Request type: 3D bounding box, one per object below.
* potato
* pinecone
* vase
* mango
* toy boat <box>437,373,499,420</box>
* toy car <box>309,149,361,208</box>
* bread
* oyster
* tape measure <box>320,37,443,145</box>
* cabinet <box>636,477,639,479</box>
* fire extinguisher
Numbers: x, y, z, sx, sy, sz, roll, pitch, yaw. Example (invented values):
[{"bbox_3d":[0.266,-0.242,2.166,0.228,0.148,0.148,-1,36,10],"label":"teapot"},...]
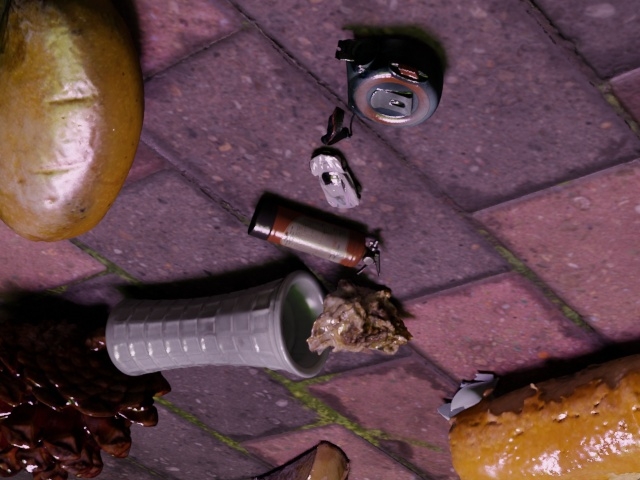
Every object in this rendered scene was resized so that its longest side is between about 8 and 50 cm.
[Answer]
[{"bbox_3d":[-0.025,0.451,2.102,0.120,0.100,0.261,25,144,-19],"label":"potato"},{"bbox_3d":[-0.396,0.238,1.766,0.298,0.242,0.296,22,143,-25],"label":"pinecone"},{"bbox_3d":[-0.146,0.122,1.628,0.299,0.143,0.143,-6,143,29],"label":"vase"},{"bbox_3d":[-0.274,-0.140,1.257,0.176,0.176,0.329,4,134,-31],"label":"mango"},{"bbox_3d":[0.225,0.246,1.783,0.105,0.034,0.149,-6,145,16],"label":"toy boat"},{"bbox_3d":[0.016,-0.070,1.384,0.041,0.025,0.093,-7,143,23],"label":"toy car"},{"bbox_3d":[0.382,0.270,1.654,0.375,0.165,0.236,-24,136,39],"label":"bread"},{"bbox_3d":[0.057,0.104,1.575,0.165,0.108,0.053,3,-170,-43],"label":"oyster"},{"bbox_3d":[0.061,-0.122,1.171,0.107,0.180,0.104,6,130,9],"label":"tape measure"},{"bbox_3d":[0.520,0.136,1.283,0.290,0.318,0.227,17,148,-8],"label":"cabinet"},{"bbox_3d":[0.000,0.000,1.470,0.177,0.050,0.062,19,127,-11],"label":"fire extinguisher"}]
